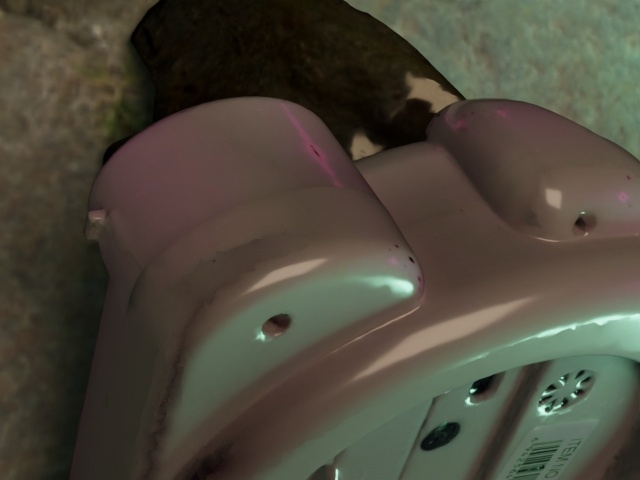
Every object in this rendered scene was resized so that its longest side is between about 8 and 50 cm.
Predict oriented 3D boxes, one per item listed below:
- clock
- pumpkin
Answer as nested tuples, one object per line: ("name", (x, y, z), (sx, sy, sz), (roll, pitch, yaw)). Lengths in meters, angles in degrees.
("clock", (0.048, 0.071, 0.616), (0.322, 0.295, 0.113), (-8, 47, -26))
("pumpkin", (0.000, 0.000, 0.668), (0.130, 0.149, 0.254), (-48, 110, -29))
